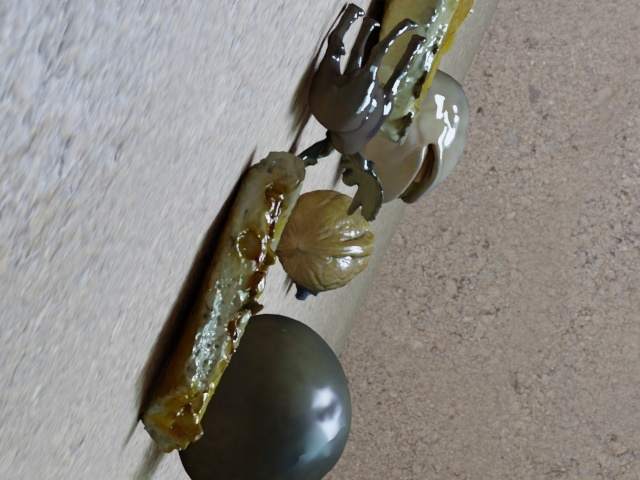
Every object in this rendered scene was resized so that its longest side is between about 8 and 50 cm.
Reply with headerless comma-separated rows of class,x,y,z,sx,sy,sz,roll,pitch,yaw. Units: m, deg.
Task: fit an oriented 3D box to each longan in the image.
longan,-0.052,0.164,1.726,0.189,0.189,0.189,25,90,-85

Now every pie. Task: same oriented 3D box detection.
pie,0.118,-0.251,1.864,0.339,0.083,0.339,22,90,-85

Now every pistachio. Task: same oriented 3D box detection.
pistachio,0.103,-0.121,2.131,0.223,0.126,0.152,110,-29,-52

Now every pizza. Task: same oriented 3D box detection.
pizza,-0.078,0.053,1.460,0.134,0.056,0.271,-114,-132,-85

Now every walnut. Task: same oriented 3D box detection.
walnut,0.000,0.000,1.798,0.105,0.105,0.124,-66,160,11

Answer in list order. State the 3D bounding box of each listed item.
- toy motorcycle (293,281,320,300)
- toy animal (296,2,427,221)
toy motorcycle,0.014,0.009,2.180,0.124,0.061,0.193,-57,179,-14
toy animal,0.023,-0.109,1.610,0.214,0.094,0.186,23,87,-78
